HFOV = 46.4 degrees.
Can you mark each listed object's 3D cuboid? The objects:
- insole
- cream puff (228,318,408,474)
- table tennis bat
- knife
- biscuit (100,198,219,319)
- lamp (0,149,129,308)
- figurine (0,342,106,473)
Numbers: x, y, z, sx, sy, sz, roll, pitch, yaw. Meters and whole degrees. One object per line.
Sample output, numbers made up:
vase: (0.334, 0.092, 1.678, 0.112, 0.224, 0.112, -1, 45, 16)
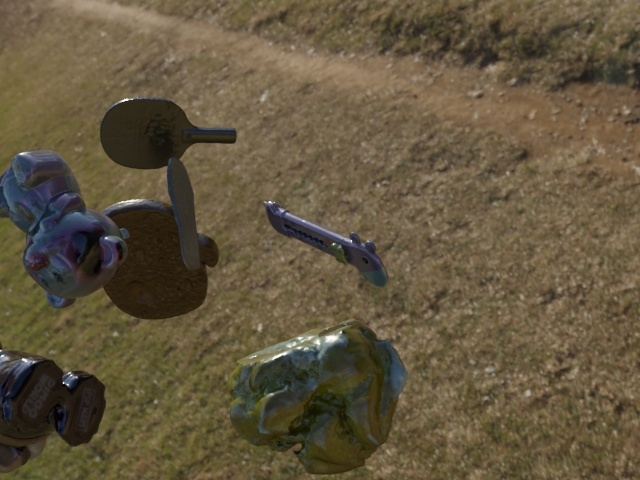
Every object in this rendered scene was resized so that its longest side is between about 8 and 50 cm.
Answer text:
insole: (-0.223, -0.045, 1.222, 0.010, 0.063, 0.192, -16, 76, 23)
cream puff: (0.003, 0.327, 1.514, 0.378, 0.276, 0.378, -18, 1, 0)
table tennis bat: (-0.263, -0.184, 1.299, 0.234, 0.131, 0.022, -1, 30, -20)
knife: (-0.001, 0.000, 1.637, 0.038, 0.132, 0.398, -35, 38, -25)
biscuit: (-0.414, 0.047, 1.894, 0.314, 0.368, 0.063, -14, 37, -2)
lamp: (-0.531, -0.026, 1.569, 0.247, 0.301, 0.247, -35, -7, 26)
figurine: (-0.400, 0.192, 0.828, 0.365, 0.218, 0.206, 11, 86, 39)
